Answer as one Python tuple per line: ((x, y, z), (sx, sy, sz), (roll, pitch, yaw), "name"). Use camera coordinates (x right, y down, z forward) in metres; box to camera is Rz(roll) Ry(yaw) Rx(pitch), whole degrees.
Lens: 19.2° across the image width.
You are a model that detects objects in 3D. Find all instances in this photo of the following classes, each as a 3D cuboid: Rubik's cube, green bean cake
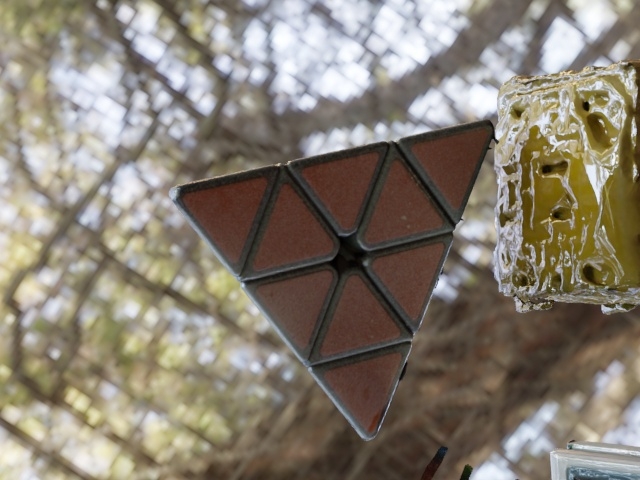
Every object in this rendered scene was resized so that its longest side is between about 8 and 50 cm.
((0.002, 0.000, 1.720), (0.233, 0.228, 0.228), (22, -132, 8), "Rubik's cube")
((0.253, -0.047, 1.700), (0.131, 0.224, 0.230), (3, 176, -30), "green bean cake")

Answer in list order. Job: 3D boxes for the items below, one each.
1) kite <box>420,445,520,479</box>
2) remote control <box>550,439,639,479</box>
((0.101, 0.336, 1.827), (0.152, 0.285, 0.015), (31, 159, -7), "kite")
((0.308, 0.225, 1.501), (0.277, 0.102, 0.055), (2, -171, 42), "remote control")
